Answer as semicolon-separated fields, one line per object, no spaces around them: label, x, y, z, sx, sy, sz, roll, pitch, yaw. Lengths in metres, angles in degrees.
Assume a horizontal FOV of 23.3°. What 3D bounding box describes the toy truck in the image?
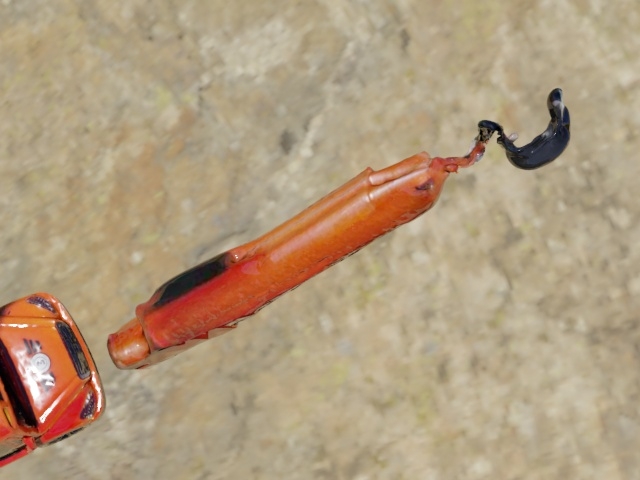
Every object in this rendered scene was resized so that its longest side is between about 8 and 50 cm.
toy truck;-0.283;0.129;1.099;0.253;0.114;0.107;-26;82;-4

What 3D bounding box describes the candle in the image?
candle;-0.001;0.000;0.447;0.026;0.167;0.021;34;41;-36
